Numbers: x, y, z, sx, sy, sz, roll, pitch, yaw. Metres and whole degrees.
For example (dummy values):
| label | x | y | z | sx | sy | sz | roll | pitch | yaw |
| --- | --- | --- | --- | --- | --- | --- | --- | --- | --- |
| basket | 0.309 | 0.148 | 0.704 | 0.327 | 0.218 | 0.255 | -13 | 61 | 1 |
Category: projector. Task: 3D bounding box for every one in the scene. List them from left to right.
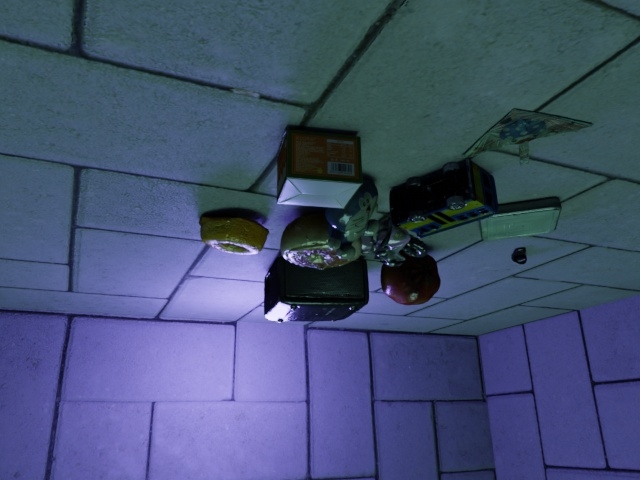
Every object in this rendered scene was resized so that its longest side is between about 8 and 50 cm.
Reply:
| label | x | y | z | sx | sy | sz | roll | pitch | yaw |
| --- | --- | --- | --- | --- | --- | --- | --- | --- | --- |
| projector | -0.024 | 0.226 | 2.424 | 0.406 | 0.241 | 0.395 | 3 | 159 | -15 |

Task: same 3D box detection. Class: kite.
| label | x | y | z | sx | sy | sz | roll | pitch | yaw |
| --- | --- | --- | --- | --- | --- | --- | --- | --- | --- |
| kite | 0.538 | -0.267 | 1.430 | 0.336 | 0.011 | 0.314 | -10 | 158 | 24 |

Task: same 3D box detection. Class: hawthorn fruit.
| label | x | y | z | sx | sy | sz | roll | pitch | yaw |
| --- | --- | --- | --- | --- | --- | --- | --- | --- | --- |
| hawthorn fruit | 0.358 | 0.173 | 2.285 | 0.254 | 0.254 | 0.300 | 7 | 151 | -21 |

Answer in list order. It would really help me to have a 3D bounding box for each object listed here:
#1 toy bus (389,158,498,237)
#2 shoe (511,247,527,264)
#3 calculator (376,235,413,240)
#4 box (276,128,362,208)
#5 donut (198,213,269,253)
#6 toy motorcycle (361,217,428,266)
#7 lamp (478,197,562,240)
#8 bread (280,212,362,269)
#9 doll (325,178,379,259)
| label | x | y | z | sx | sy | sz | roll | pitch | yaw |
| --- | --- | --- | --- | --- | --- | --- | --- | --- | --- |
| toy bus | 0.367 | -0.120 | 1.641 | 0.288 | 0.138 | 0.175 | -20 | 152 | 40 |
| shoe | 0.868 | 0.077 | 2.353 | 0.062 | 0.053 | 0.159 | -10 | 156 | 13 |
| calculator | 0.293 | -0.003 | 2.132 | 0.153 | 0.021 | 0.095 | -1 | 160 | -12 |
| box | -0.008 | -0.186 | 1.417 | 0.195 | 0.148 | 0.177 | 3 | 162 | -12 |
| donut | -0.308 | -0.025 | 1.916 | 0.254 | 0.118 | 0.253 | 11 | 168 | 2 |
| toy motorcycle | 0.224 | 0.002 | 1.994 | 0.327 | 0.143 | 0.188 | 3 | 157 | 34 |
| lamp | 0.708 | -0.069 | 1.938 | 0.269 | 0.047 | 0.266 | -8 | 161 | 17 |
| bread | 0.000 | 0.000 | 1.920 | 0.306 | 0.158 | 0.305 | -4 | 158 | -1 |
| doll | 0.100 | -0.081 | 1.673 | 0.228 | 0.154 | 0.258 | -40 | 162 | -26 |
